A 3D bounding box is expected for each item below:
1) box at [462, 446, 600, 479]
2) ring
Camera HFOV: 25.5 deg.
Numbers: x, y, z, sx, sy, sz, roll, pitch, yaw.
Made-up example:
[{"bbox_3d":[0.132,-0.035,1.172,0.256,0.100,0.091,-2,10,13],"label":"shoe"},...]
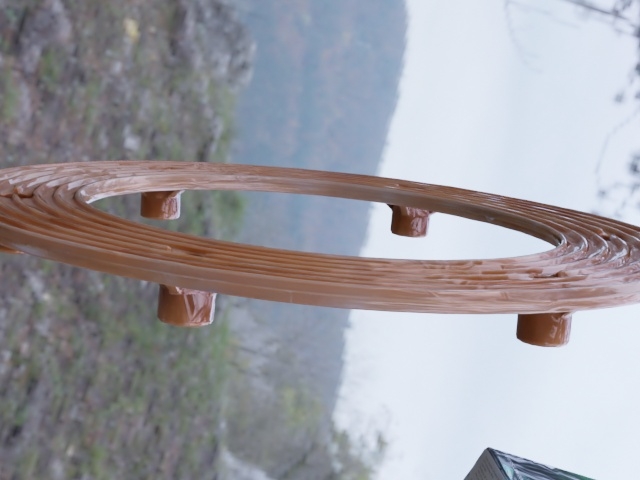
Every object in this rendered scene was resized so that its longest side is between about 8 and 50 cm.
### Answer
[{"bbox_3d":[0.198,0.302,1.164,0.232,0.322,0.058,-56,-144,21],"label":"box"},{"bbox_3d":[0.000,0.000,0.651,0.336,0.337,0.032,-75,170,-81],"label":"ring"}]
